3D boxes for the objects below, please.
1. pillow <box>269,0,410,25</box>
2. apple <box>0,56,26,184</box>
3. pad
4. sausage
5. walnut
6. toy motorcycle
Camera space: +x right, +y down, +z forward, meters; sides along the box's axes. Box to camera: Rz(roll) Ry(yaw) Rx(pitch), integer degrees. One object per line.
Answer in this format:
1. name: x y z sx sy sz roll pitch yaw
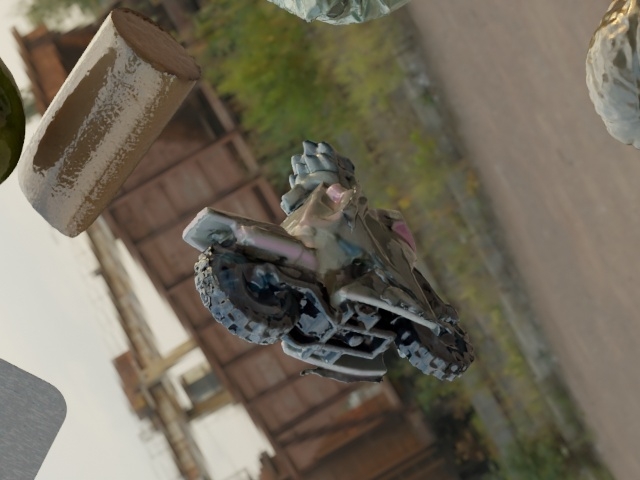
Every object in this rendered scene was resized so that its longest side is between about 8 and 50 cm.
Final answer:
1. pillow: 0.036 -0.280 1.144 0.310 0.283 0.138 32 154 54
2. apple: -0.411 -0.133 1.503 0.196 0.157 0.196 17 -109 -62
3. pad: -0.388 0.157 1.352 0.266 0.176 0.002 27 -158 -4
4. sausage: -0.250 -0.131 1.596 0.123 0.253 0.123 32 -155 -17
5. walnut: 0.339 -0.183 1.306 0.178 0.230 0.178 20 148 14
6. toy motorcycle: -0.004 0.004 1.003 0.239 0.108 0.204 33 -151 -49
